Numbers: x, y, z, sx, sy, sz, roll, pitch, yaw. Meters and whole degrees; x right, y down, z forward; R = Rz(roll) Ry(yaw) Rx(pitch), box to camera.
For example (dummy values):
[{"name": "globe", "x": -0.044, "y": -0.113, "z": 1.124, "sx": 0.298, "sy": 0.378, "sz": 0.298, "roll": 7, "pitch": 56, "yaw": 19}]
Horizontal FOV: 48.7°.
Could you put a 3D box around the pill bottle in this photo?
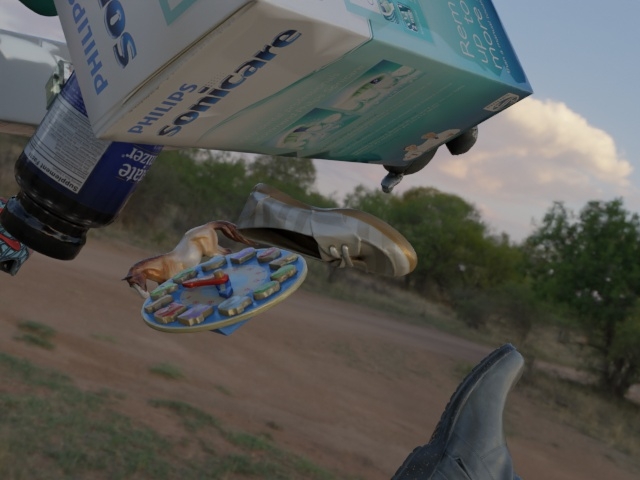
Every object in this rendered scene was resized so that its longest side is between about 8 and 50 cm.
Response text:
[{"name": "pill bottle", "x": -0.254, "y": -0.092, "z": 0.778, "sx": 0.123, "sy": 0.219, "sz": 0.123, "roll": 34, "pitch": 7, "yaw": -5}]

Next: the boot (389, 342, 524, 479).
[{"name": "boot", "x": 0.176, "y": 0.228, "z": 0.683, "sx": 0.161, "sy": 0.246, "sz": 0.083, "roll": 32, "pitch": -32, "yaw": 20}]

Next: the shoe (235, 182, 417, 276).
[{"name": "shoe", "x": 0.000, "y": 0.000, "z": 0.740, "sx": 0.219, "sy": 0.058, "sz": 0.076, "roll": 21, "pitch": -30, "yaw": 35}]

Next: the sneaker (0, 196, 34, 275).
[{"name": "sneaker", "x": -0.560, "y": -0.010, "z": 1.182, "sx": 0.104, "sy": 0.125, "sz": 0.262, "roll": 17, "pitch": -16, "yaw": 17}]

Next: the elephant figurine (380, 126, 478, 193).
[{"name": "elephant figurine", "x": 0.197, "y": -0.224, "z": 1.220, "sx": 0.169, "sy": 0.185, "sz": 0.239, "roll": -26, "pitch": 0, "yaw": -42}]

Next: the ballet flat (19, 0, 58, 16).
[{"name": "ballet flat", "x": -0.270, "y": -0.292, "z": 0.608, "sx": 0.080, "sy": 0.073, "sz": 0.232, "roll": -18, "pitch": -20, "yaw": -5}]

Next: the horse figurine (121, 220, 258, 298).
[{"name": "horse figurine", "x": -0.240, "y": 0.047, "z": 1.375, "sx": 0.174, "sy": 0.263, "sz": 0.066, "roll": 51, "pitch": -26, "yaw": -18}]

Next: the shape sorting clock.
[{"name": "shape sorting clock", "x": -0.117, "y": 0.054, "z": 0.857, "sx": 0.206, "sy": 0.040, "sz": 0.206, "roll": -15, "pitch": 23, "yaw": 7}]

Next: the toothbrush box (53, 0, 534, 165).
[{"name": "toothbrush box", "x": -0.014, "y": -0.172, "z": 0.441, "sx": 0.126, "sy": 0.216, "sz": 0.296, "roll": -29, "pitch": -16, "yaw": 36}]

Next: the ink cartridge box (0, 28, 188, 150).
[{"name": "ink cartridge box", "x": -0.358, "y": -0.208, "z": 1.039, "sx": 0.289, "sy": 0.121, "sz": 0.211, "roll": 5, "pitch": 1, "yaw": -35}]
